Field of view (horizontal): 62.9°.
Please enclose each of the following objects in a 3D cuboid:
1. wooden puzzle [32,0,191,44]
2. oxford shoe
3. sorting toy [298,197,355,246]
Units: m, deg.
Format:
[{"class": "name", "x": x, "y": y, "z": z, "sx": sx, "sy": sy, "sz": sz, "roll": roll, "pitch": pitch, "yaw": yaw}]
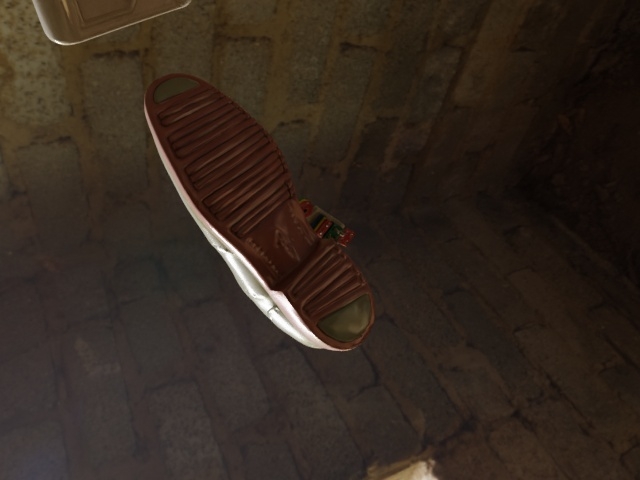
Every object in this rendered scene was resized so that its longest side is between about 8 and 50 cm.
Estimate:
[{"class": "wooden puzzle", "x": -0.267, "y": -0.377, "z": 0.632, "sx": 0.044, "sy": 0.238, "sz": 0.220, "roll": 13, "pitch": 128, "yaw": 27}, {"class": "oxford shoe", "x": -0.098, "y": -0.018, "z": 0.663, "sx": 0.396, "sy": 0.141, "sz": 0.147, "roll": 57, "pitch": 147, "yaw": -5}, {"class": "sorting toy", "x": 0.000, "y": 0.000, "z": 1.323, "sx": 0.132, "sy": 0.275, "sz": 0.046, "roll": -51, "pitch": 52, "yaw": 7}]
